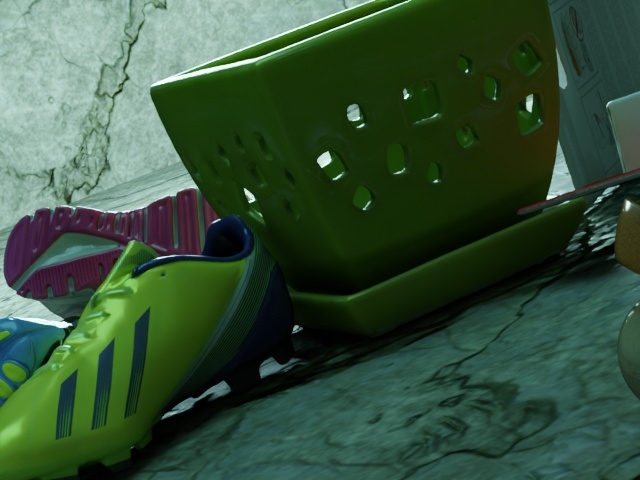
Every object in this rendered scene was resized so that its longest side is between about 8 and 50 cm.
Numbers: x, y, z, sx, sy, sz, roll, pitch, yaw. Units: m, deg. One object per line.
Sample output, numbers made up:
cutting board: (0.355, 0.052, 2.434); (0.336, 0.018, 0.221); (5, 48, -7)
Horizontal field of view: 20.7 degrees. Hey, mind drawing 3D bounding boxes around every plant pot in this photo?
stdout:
plant pot: (0.042, -0.058, 1.238); (0.227, 0.207, 0.228); (-23, 8, -21)

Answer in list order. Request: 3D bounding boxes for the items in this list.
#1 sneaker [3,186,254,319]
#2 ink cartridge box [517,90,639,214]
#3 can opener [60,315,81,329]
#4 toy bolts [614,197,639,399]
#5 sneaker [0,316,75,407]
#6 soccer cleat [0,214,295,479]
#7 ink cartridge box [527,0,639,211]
sneaker: (-0.131, 0.021, 1.478); (0.252, 0.103, 0.111); (0, -21, 11)
ink cartridge box: (0.304, -0.097, 1.110); (0.261, 0.066, 0.296); (-10, -6, -43)
can opener: (-0.253, 0.102, 1.333); (0.074, 0.093, 0.280); (-15, 5, 36)
toy bolts: (0.225, 0.026, 0.700); (0.218, 0.158, 0.228); (22, 5, 7)
sneaker: (-0.219, 0.112, 1.156); (0.078, 0.067, 0.188); (-5, -30, -49)
soccer cleat: (-0.126, 0.069, 1.105); (0.093, 0.121, 0.289); (-12, 12, 40)
ink cartridge box: (0.188, -0.205, 1.491); (0.091, 0.308, 0.385); (-16, 11, 27)
